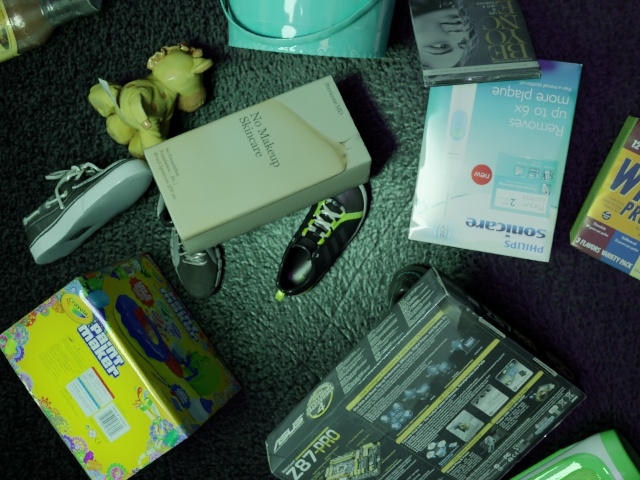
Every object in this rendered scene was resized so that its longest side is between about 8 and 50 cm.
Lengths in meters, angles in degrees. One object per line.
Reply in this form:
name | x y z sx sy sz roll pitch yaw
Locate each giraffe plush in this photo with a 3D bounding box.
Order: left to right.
giraffe plush | -0.257 -0.238 1.704 0.181 0.210 0.170 40 70 19

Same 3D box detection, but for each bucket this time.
bucket | -0.014 -0.371 1.570 0.281 0.281 0.183 6 102 12

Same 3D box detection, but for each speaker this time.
speaker | 0.363 0.415 1.656 0.296 0.131 0.131 -35 89 15

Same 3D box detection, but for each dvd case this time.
dvd case | 0.220 -0.305 1.549 0.165 0.221 0.018 -4 138 0

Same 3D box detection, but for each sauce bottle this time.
sauce bottle | -0.530 -0.358 1.763 0.344 0.111 0.111 -19 93 14

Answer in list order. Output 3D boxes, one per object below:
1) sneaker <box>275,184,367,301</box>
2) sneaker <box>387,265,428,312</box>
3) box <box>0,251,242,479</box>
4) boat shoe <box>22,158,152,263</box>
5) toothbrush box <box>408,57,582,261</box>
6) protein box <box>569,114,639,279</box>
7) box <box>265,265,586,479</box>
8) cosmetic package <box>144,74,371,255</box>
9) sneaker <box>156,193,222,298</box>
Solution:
sneaker | 0.000 0.000 1.696 0.084 0.097 0.234 30 103 7
sneaker | 0.136 0.177 1.687 0.101 0.106 0.267 -1 98 11
box | -0.312 0.200 1.700 0.177 0.279 0.290 -35 89 15
boat shoe | -0.393 -0.072 1.747 0.306 0.113 0.105 -35 78 42
toothbrush box | 0.264 -0.133 1.605 0.216 0.126 0.295 11 100 12
protein box | 0.466 -0.062 1.529 0.136 0.201 0.199 27 102 8
box | 0.160 0.276 1.630 0.318 0.097 0.395 34 107 -26
cosmetic package | -0.094 -0.114 1.626 0.309 0.113 0.160 -24 76 -7
sneaker | -0.225 -0.009 1.728 0.086 0.132 0.228 -6 96 13
